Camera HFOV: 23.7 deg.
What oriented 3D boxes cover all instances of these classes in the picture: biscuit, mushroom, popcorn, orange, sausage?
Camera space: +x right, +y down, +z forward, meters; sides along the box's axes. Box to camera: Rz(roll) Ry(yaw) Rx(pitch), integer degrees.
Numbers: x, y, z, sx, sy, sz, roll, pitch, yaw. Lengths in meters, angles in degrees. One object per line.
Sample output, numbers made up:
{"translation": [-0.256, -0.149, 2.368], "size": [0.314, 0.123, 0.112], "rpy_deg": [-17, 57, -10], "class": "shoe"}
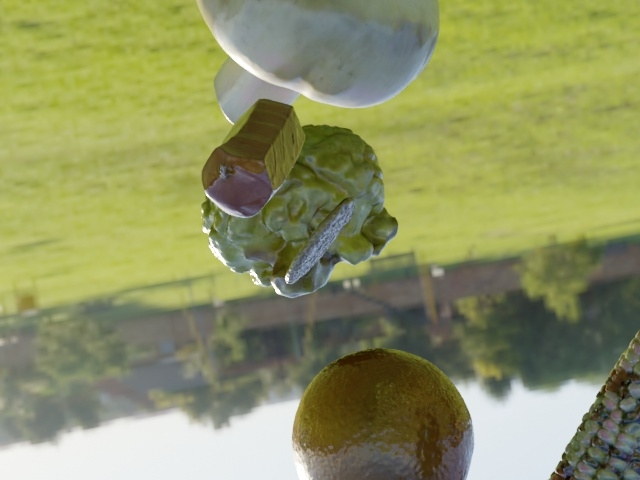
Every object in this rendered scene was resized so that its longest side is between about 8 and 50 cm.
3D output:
{"translation": [0.000, 0.000, 1.675], "size": [0.120, 0.015, 0.120], "rpy_deg": [-51, 173, -9], "class": "biscuit"}
{"translation": [-0.026, -0.327, 2.102], "size": [0.353, 0.353, 0.325], "rpy_deg": [-12, 135, 27], "class": "mushroom"}
{"translation": [-0.020, -0.040, 2.001], "size": [0.251, 0.237, 0.206], "rpy_deg": [34, 162, -15], "class": "popcorn"}
{"translation": [0.063, 0.208, 1.586], "size": [0.206, 0.206, 0.206], "rpy_deg": [-10, 177, -1], "class": "orange"}
{"translation": [-0.054, -0.063, 1.215], "size": [0.065, 0.065, 0.169], "rpy_deg": [-11, -161, 13], "class": "sausage"}

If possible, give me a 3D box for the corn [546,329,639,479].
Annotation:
{"translation": [0.269, 0.195, 1.413], "size": [0.092, 0.280, 0.092], "rpy_deg": [25, -173, -3], "class": "corn"}
